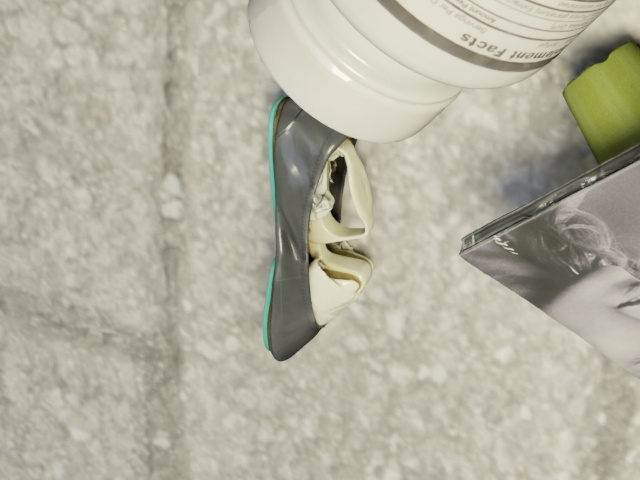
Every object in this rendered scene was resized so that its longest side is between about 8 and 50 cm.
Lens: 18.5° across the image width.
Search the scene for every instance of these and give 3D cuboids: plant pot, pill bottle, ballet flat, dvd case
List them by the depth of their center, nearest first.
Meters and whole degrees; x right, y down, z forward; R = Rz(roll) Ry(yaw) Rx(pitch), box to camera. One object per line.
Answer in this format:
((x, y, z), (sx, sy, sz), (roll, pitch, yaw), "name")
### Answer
((0.098, -0.191, 1.034), (0.176, 0.176, 0.318), (44, 130, -2), "pill bottle")
((0.182, -0.070, 1.136), (0.083, 0.083, 0.079), (-40, 82, 40), "plant pot")
((0.215, 0.025, 1.145), (0.221, 0.018, 0.164), (32, 136, -30), "dvd case")
((0.000, 0.000, 1.283), (0.074, 0.074, 0.203), (15, 123, 21), "ballet flat")
